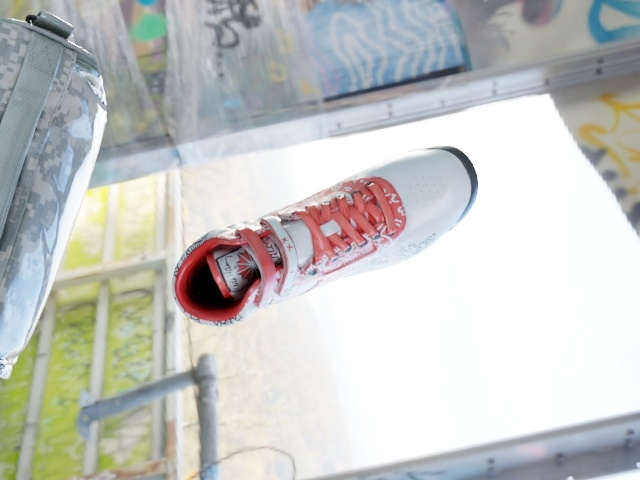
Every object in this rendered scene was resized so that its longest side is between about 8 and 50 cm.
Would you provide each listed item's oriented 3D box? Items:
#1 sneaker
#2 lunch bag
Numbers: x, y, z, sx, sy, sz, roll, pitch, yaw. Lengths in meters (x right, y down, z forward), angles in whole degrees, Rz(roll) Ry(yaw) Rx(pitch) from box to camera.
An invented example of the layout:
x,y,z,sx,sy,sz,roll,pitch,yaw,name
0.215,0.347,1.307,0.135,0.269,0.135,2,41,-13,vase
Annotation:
x,y,z,sx,sy,sz,roll,pitch,yaw,name
0.000,0.001,0.761,0.090,0.270,0.145,68,24,-1,sneaker
-0.313,-0.034,0.755,0.256,0.212,0.305,2,-107,55,lunch bag
